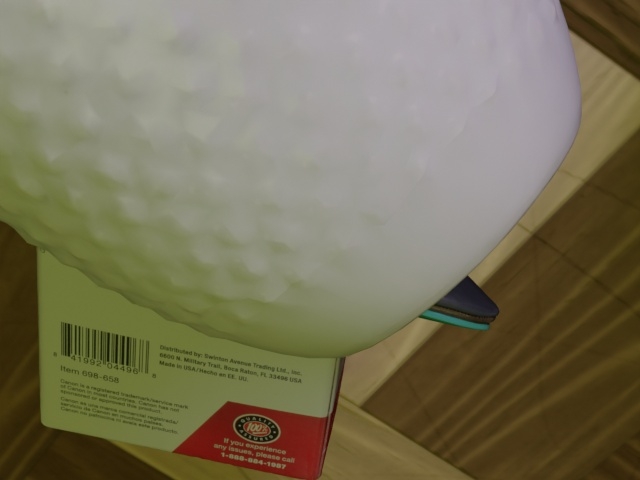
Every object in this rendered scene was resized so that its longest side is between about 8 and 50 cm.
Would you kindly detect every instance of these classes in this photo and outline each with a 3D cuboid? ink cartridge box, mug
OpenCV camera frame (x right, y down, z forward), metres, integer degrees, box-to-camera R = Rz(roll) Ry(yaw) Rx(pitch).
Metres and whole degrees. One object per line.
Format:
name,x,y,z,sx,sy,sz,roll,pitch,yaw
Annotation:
ink cartridge box,-0.072,0.005,0.826,0.197,0.114,0.272,11,126,4
mug,-0.029,-0.151,0.576,0.328,0.374,0.276,45,154,-11

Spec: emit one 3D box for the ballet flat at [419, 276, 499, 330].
ballet flat,0.000,0.000,0.699,0.203,0.074,0.074,9,126,9
